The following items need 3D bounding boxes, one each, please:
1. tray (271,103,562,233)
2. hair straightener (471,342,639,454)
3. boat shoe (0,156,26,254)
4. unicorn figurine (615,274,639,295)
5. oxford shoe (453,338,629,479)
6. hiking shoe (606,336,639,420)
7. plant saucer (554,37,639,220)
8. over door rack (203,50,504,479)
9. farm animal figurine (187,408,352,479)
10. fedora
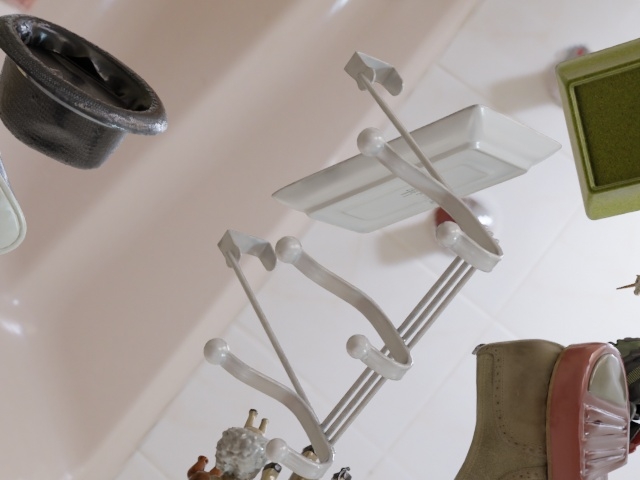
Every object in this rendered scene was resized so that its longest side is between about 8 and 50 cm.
[{"bbox_3d":[0.093,-0.059,1.148,0.270,0.030,0.145,-21,155,39],"label":"tray"},{"bbox_3d":[0.247,0.152,1.250,0.047,0.230,0.089,-43,129,-15],"label":"hair straightener"},{"bbox_3d":[-0.415,-0.105,1.337,0.095,0.079,0.255,-30,120,-16],"label":"boat shoe"},{"bbox_3d":[0.452,0.046,1.550,0.111,0.060,0.162,-77,175,-51],"label":"unicorn figurine"},{"bbox_3d":[0.172,0.252,0.952,0.123,0.130,0.348,12,85,-52],"label":"oxford shoe"},{"bbox_3d":[0.412,0.155,1.228,0.226,0.114,0.086,-10,130,-1],"label":"hiking shoe"},{"bbox_3d":[0.349,-0.128,1.259,0.188,0.189,0.045,-14,178,38],"label":"plant saucer"},{"bbox_3d":[0.000,0.000,0.947,0.108,0.324,0.239,26,113,-28],"label":"over door rack"},{"bbox_3d":[-0.063,0.453,1.768,0.327,0.330,0.172,-54,-172,44],"label":"farm animal figurine"},{"bbox_3d":[-0.418,-0.226,1.878,0.153,0.334,0.334,-56,161,19],"label":"fedora"}]
